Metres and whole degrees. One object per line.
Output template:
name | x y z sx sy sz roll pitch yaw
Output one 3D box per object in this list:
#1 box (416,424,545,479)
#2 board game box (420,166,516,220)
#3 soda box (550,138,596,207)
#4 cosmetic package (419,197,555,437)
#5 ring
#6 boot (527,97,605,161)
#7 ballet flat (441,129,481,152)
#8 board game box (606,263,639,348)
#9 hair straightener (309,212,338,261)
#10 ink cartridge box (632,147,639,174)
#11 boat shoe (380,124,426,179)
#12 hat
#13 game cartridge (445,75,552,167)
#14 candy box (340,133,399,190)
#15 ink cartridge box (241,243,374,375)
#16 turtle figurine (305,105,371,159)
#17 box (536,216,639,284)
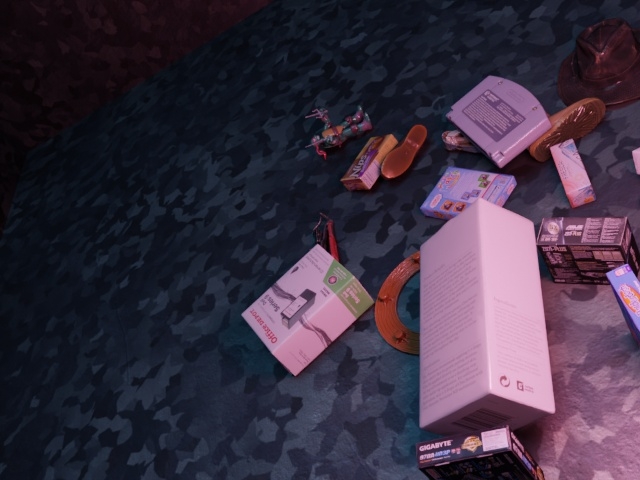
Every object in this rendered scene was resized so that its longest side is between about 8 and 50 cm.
box | 0.300 0.424 1.338 0.175 0.220 0.051 -19 45 23
board game box | 0.395 -0.119 1.947 0.211 0.039 0.160 17 63 45
soda box | 0.626 -0.168 1.801 0.063 0.058 0.183 -22 42 20
cosmetic package | 0.332 0.166 1.518 0.230 0.161 0.453 -45 31 48
ring | 0.283 0.131 1.793 0.336 0.032 0.337 -21 42 20
boot | 0.602 -0.354 1.982 0.236 0.089 0.269 -34 37 5
ballet flat | 0.426 -0.288 2.070 0.188 0.070 0.070 3 54 39
board game box | 0.611 0.168 1.358 0.047 0.210 0.160 -27 39 15
hair straightener | 0.000 0.000 2.129 0.089 0.047 0.230 -25 40 15
ink cartridge box | 0.800 -0.187 1.628 0.109 0.063 0.150 -25 18 -12
boat shoe | 0.248 -0.256 2.183 0.207 0.073 0.073 -48 0 -18
hat | 0.779 -0.512 1.965 0.331 0.134 0.331 -21 42 19
game cartridge | 0.485 -0.332 1.964 0.198 0.062 0.297 -36 39 5
candy box | 0.153 -0.238 2.228 0.187 0.053 0.109 -53 27 -20
ink cartridge box | -0.037 0.181 1.919 0.289 0.121 0.211 -43 38 -5
turtle figurine | 0.044 -0.366 2.405 0.234 0.118 0.175 -23 54 -5
box | 0.582 0.023 1.574 0.180 0.147 0.078 0 52 38
